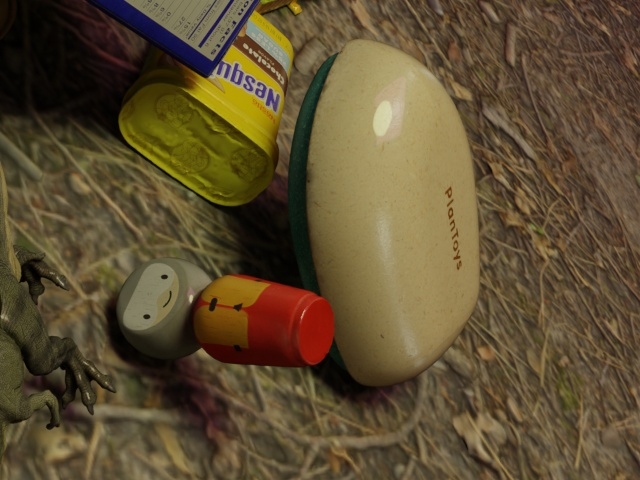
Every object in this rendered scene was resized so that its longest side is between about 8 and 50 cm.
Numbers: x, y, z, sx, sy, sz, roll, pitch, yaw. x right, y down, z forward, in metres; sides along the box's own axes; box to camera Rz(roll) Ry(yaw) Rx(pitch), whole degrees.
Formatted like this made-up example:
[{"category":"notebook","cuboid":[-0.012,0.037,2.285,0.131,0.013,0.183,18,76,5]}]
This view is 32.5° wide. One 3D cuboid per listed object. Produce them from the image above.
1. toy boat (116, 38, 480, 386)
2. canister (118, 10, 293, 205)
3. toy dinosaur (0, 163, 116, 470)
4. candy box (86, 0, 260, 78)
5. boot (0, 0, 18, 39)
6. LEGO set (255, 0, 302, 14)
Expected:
[{"category":"toy boat","cuboid":[0.000,0.000,0.793,0.318,0.148,0.268,-35,123,-51]},{"category":"canister","cuboid":[-0.085,-0.125,0.887,0.126,0.073,0.170,36,36,-22]},{"category":"toy dinosaur","cuboid":[-0.175,0.041,0.614,0.118,0.064,0.268,37,41,-66]},{"category":"candy box","cuboid":[-0.194,-0.259,0.685,0.268,0.122,0.317,40,6,21]},{"category":"boot","cuboid":[-0.275,-0.139,0.590,0.236,0.089,0.269,37,18,-29]},{"category":"LEGO set","cuboid":[-0.059,-0.282,1.031,0.287,0.107,0.132,13,49,-42]}]
